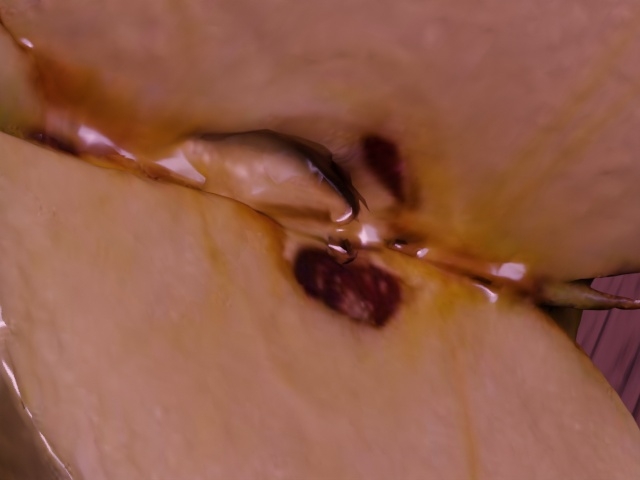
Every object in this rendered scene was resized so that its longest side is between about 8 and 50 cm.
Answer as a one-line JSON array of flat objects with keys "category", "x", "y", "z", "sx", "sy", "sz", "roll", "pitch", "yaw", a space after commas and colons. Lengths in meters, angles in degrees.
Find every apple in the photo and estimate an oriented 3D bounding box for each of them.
[{"category": "apple", "x": -0.008, "y": -0.007, "z": 0.557, "sx": 0.258, "sy": 0.233, "sz": 0.295, "roll": 15, "pitch": 86, "yaw": -29}]
